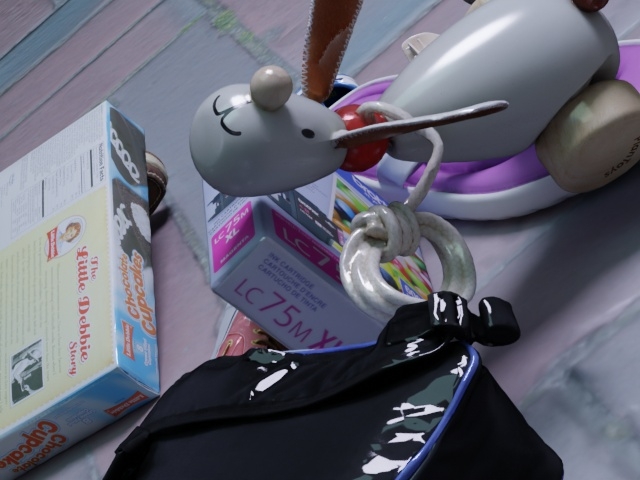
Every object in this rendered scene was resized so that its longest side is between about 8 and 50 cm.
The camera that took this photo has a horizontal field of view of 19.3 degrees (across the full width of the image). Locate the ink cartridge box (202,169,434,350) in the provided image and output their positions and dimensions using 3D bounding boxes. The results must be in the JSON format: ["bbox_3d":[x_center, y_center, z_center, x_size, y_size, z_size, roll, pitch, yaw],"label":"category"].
[{"bbox_3d":[0.000,0.000,1.348,0.065,0.186,0.311,-46,22,13],"label":"ink cartridge box"}]

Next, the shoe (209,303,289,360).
[{"bbox_3d":[-0.045,0.095,1.416,0.081,0.063,0.178,-4,49,52],"label":"shoe"}]

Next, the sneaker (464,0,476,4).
[{"bbox_3d":[0.190,-0.308,1.628,0.130,0.087,0.227,25,105,56],"label":"sneaker"}]

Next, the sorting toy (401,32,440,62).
[{"bbox_3d":[0.120,-0.162,1.632,0.075,0.045,0.083,-32,23,2],"label":"sorting toy"}]

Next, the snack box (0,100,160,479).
[{"bbox_3d":[-0.237,0.042,1.684,0.187,0.060,0.322,-31,43,23],"label":"snack box"}]

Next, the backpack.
[{"bbox_3d":[-0.015,0.174,1.055,0.263,0.213,0.276,5,44,48],"label":"backpack"}]

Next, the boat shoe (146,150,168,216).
[{"bbox_3d":[-0.248,0.016,1.838,0.257,0.095,0.095,-37,42,17],"label":"boat shoe"}]

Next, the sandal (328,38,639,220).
[{"bbox_3d":[0.109,-0.099,1.458,0.416,0.102,0.169,-7,43,50],"label":"sandal"}]

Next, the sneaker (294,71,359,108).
[{"bbox_3d":[-0.018,-0.102,1.717,0.144,0.053,0.059,-48,27,-12],"label":"sneaker"}]

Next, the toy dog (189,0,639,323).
[{"bbox_3d":[0.090,-0.113,1.220,0.333,0.220,0.161,-35,-25,-42],"label":"toy dog"}]
